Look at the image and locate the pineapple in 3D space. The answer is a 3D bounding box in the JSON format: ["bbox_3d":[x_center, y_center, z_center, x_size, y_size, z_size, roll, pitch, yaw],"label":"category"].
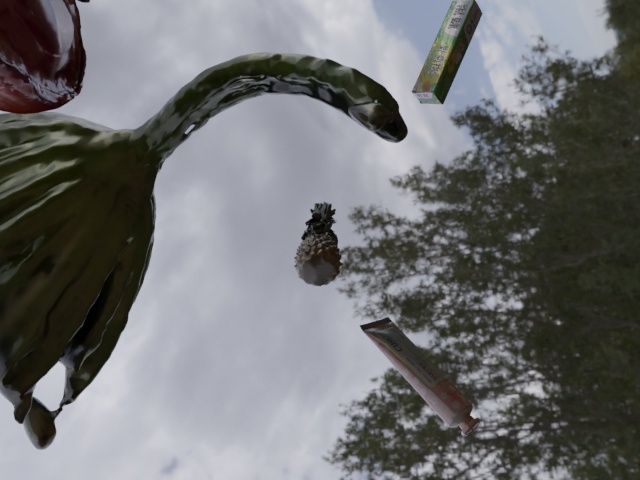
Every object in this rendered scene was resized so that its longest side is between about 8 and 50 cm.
[{"bbox_3d":[0.000,0.000,0.993,0.074,0.074,0.159,56,-158,-30],"label":"pineapple"}]

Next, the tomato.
[{"bbox_3d":[-0.196,-0.152,0.328,0.173,0.099,0.189,-54,-49,-87],"label":"tomato"}]

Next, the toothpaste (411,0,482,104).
[{"bbox_3d":[0.201,-0.299,1.031,0.037,0.043,0.178,36,-106,-45],"label":"toothpaste"}]

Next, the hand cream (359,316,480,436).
[{"bbox_3d":[0.142,0.185,0.918,0.067,0.043,0.209,-11,-134,-42],"label":"hand cream"}]

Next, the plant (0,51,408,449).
[{"bbox_3d":[-0.121,-0.036,0.463,0.251,0.333,0.180,63,-175,30],"label":"plant"}]
